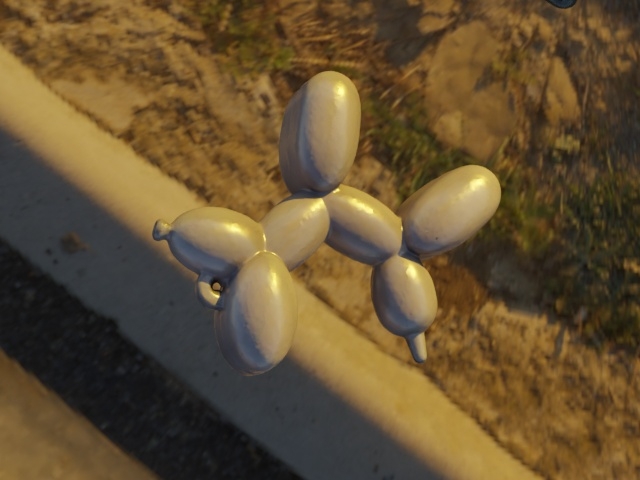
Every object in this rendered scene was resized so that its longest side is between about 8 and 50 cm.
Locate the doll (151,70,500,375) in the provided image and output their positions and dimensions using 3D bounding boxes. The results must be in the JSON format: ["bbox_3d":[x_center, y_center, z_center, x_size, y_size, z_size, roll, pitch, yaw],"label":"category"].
[{"bbox_3d":[0.000,0.000,0.722,0.161,0.059,0.160,31,72,-13],"label":"doll"}]

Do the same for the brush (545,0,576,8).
[{"bbox_3d":[0.089,-0.236,1.047,0.027,0.062,0.266,-40,53,-14],"label":"brush"}]
